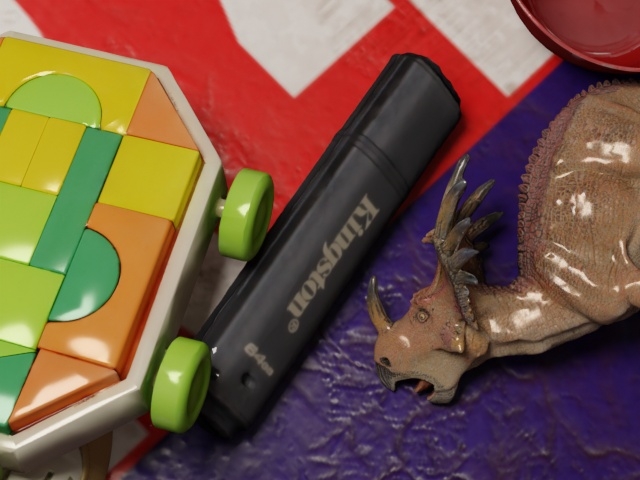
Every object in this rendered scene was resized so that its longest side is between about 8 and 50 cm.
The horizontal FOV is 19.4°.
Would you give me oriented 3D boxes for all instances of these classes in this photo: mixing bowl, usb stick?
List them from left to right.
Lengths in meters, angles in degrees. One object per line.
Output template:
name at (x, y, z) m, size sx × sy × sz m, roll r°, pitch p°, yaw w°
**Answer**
usb stick at (0.000, 0.000, 1.196) m, size 0.045 × 0.077 × 0.278 m, roll 24°, pitch 71°, yaw 35°
mixing bowl at (0.196, -0.183, 1.252) m, size 0.181 × 0.098 × 0.181 m, roll 1°, pitch 76°, yaw -6°

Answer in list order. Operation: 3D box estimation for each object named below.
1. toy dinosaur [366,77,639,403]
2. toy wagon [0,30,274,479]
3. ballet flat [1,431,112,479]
toy dinosaur at (0.167, -0.022, 1.200) m, size 0.200 × 0.127 × 0.295 m, roll 26°, pitch 68°, yaw 8°
toy wagon at (-0.191, 0.037, 1.118) m, size 0.267 × 0.068 × 0.344 m, roll 14°, pitch 64°, yaw 12°
ballet flat at (-0.186, 0.178, 1.125) m, size 0.080 × 0.073 × 0.232 m, roll 23°, pitch 74°, yaw -1°
